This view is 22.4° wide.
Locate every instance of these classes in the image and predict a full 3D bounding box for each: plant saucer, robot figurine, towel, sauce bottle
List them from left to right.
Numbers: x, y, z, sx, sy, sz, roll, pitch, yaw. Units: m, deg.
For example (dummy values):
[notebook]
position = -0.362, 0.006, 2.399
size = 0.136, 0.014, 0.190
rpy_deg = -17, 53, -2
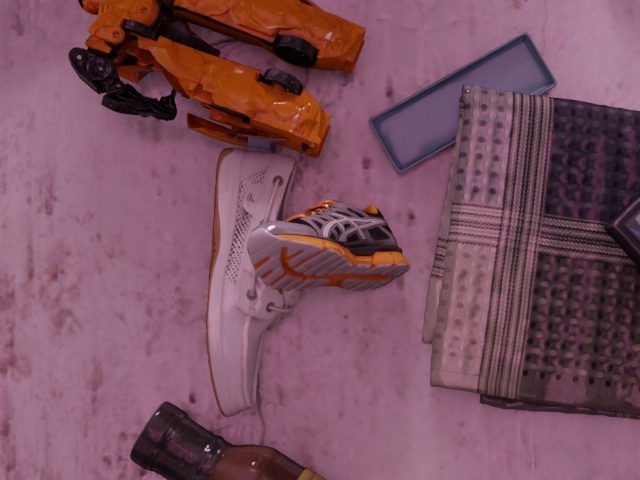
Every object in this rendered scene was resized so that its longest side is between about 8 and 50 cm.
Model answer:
[robot figurine]
position = -0.113, -0.198, 1.671
size = 0.291, 0.085, 0.211
rpy_deg = 21, 73, 5
[sauce bottle]
position = -0.031, 0.281, 1.613
size = 0.344, 0.111, 0.111
rpy_deg = 30, 87, 8
[plant saucer]
position = 0.149, -0.144, 1.692
size = 0.192, 0.018, 0.067
rpy_deg = -29, 83, 1
[towel]
position = 0.272, 0.021, 1.650
size = 0.312, 0.056, 0.324
rpy_deg = 9, 83, -2

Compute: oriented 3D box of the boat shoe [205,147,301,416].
[boat shoe]
position = -0.062, 0.042, 1.645
size = 0.096, 0.098, 0.277
rpy_deg = 1, 83, 5

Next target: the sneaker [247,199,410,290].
[sneaker]
position = 0.000, 0.000, 1.610
size = 0.084, 0.215, 0.083
rpy_deg = -29, 68, 32

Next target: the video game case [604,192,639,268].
[video game case]
position = 0.466, 0.004, 1.618
size = 0.248, 0.035, 0.275
rpy_deg = -43, 90, -8
